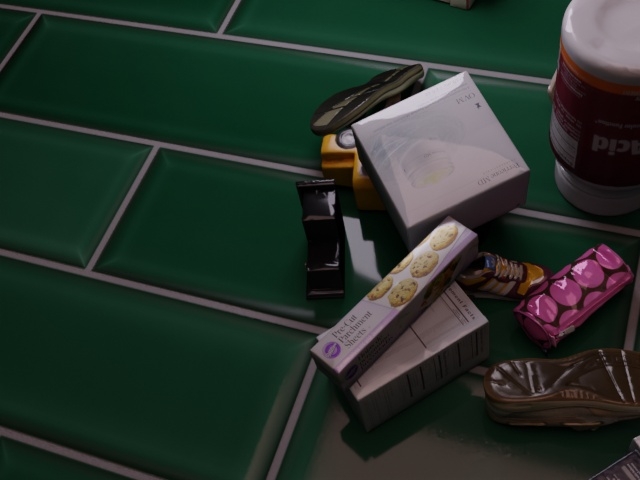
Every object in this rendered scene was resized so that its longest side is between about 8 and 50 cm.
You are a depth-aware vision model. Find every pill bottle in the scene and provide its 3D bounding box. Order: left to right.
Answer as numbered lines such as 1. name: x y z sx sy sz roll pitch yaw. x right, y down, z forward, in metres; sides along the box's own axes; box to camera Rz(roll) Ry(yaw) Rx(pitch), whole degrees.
1. pill bottle: 0.507 -0.226 1.402 0.224 0.392 0.224 -5 56 8

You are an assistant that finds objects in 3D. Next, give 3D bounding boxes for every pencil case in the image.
1. pencil case: 0.429 0.095 1.388 0.209 0.095 0.098 -38 23 -13

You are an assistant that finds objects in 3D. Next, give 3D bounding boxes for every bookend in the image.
1. bookend: 0.000 0.000 1.488 0.072 0.156 0.157 -4 57 8

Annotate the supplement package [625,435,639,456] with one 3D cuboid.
1. supplement package: 0.555 0.315 1.209 0.179 0.105 0.105 -22 55 -4

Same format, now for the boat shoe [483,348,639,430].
1. boat shoe: 0.409 0.242 1.292 0.302 0.098 0.109 -4 43 10

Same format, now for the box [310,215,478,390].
1. box: 0.122 0.094 1.296 0.324 0.063 0.067 -42 56 -18

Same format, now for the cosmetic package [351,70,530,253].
1. cosmetic package: 0.204 -0.130 1.427 0.224 0.138 0.224 -26 67 -1

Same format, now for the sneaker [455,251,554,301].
1. sneaker: 0.311 0.059 1.435 0.185 0.084 0.069 -3 56 8

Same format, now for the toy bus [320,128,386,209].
1. toy bus: 0.168 -0.130 1.574 0.333 0.108 0.130 1 59 11

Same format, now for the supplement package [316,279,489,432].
1. supplement package: 0.139 0.176 1.358 0.244 0.134 0.139 -29 56 -9

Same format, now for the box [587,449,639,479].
1. box: 0.394 0.392 1.157 0.158 0.156 0.093 -29 58 -9

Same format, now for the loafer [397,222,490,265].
1. loafer: 0.206 0.019 1.494 0.220 0.080 0.078 -35 48 -19

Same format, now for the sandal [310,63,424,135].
1. sandal: 0.110 -0.274 1.677 0.303 0.086 0.120 -32 27 -32

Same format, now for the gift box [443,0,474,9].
1. gift box: 0.282 -0.693 1.832 0.258 0.276 0.255 22 68 21

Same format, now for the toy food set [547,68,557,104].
1. toy food set: 0.629 -0.327 1.628 0.306 0.092 0.219 18 61 21
